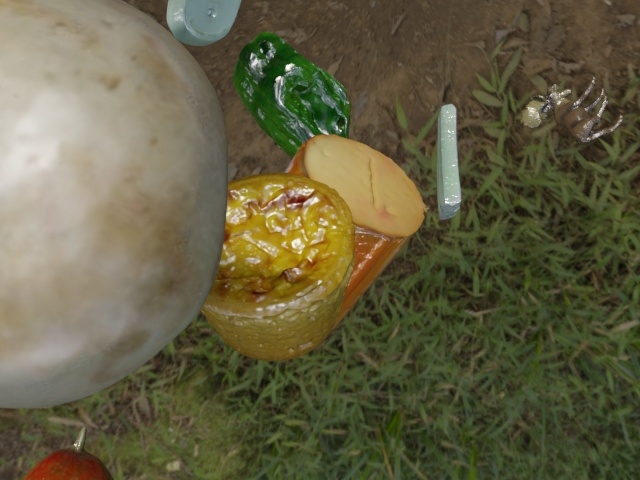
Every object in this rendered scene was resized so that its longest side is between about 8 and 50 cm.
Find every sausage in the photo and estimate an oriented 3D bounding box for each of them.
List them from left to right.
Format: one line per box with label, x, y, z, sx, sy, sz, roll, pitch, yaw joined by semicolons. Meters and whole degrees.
sausage;0.000;0.000;1.129;0.233;0.233;0.287;31;126;-7

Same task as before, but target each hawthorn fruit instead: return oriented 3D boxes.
hawthorn fruit;-0.377;0.402;1.002;0.199;0.199;0.251;7;80;3

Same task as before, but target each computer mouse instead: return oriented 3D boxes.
computer mouse;-0.240;-0.557;1.444;0.097;0.159;0.289;35;116;40

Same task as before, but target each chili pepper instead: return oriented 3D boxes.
chili pepper;-0.059;-0.331;1.622;0.213;0.167;0.385;-45;77;7

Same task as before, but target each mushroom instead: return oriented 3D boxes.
mushroom;-0.210;-0.031;0.497;0.297;0.290;0.298;2;77;-10

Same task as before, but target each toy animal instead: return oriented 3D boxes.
toy animal;0.571;-0.298;1.583;0.093;0.214;0.186;27;126;-38

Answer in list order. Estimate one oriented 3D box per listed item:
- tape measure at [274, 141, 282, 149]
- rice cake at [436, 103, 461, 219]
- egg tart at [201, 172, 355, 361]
tape measure;-0.093;-0.295;1.924;0.118;0.125;0.074;38;87;3
rice cake;0.239;-0.144;1.277;0.042;0.222;0.080;2;153;3
egg tart;-0.059;0.038;0.762;0.202;0.203;0.147;4;141;4
